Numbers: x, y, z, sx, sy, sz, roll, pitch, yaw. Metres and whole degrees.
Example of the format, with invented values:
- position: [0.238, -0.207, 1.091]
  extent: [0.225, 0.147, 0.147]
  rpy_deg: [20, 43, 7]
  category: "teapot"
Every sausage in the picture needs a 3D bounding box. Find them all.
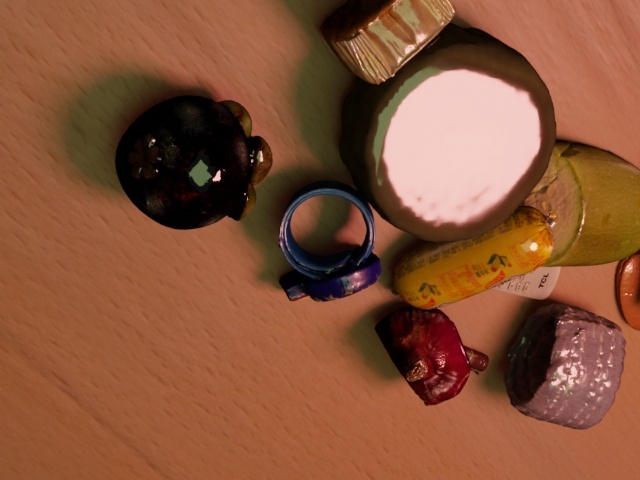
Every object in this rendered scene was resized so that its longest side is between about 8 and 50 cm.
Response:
- position: [0.271, 0.036, 1.791]
  extent: [0.347, 0.123, 0.123]
  rpy_deg: [-26, 121, 29]
  category: "sausage"

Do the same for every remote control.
- position: [0.376, 0.062, 1.929]
  extent: [0.190, 0.029, 0.087]
  rpy_deg: [13, 111, -20]
  category: "remote control"

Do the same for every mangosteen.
- position: [-0.199, -0.125, 1.605]
  extent: [0.243, 0.243, 0.243]
  rpy_deg: [-6, 115, -12]
  category: "mangosteen"

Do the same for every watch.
- position: [0.007, -0.001, 1.745]
  extent: [0.196, 0.171, 0.200]
  rpy_deg: [-18, 103, -4]
  category: "watch"

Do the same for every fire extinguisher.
- position: [0.272, 0.224, 1.974]
  extent: [0.132, 0.039, 0.056]
  rpy_deg: [23, 98, -23]
  category: "fire extinguisher"

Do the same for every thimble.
- position: [0.477, 0.245, 1.941]
  extent: [0.172, 0.205, 0.236]
  rpy_deg: [18, 114, -20]
  category: "thimble"

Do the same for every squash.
- position: [0.505, -0.063, 1.888]
  extent: [0.309, 0.210, 0.234]
  rpy_deg: [-5, 118, -44]
  category: "squash"

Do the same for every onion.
- position: [0.196, 0.212, 1.841]
  extent: [0.140, 0.218, 0.195]
  rpy_deg: [-26, 86, 8]
  category: "onion"

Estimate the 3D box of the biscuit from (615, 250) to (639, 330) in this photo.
- position: [0.697, 0.092, 2.023]
  extent: [0.192, 0.036, 0.186]
  rpy_deg: [-18, 116, -7]
  category: "biscuit"

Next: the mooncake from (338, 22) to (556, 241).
- position: [0.210, -0.185, 1.683]
  extent: [0.356, 0.194, 0.356]
  rpy_deg: [-7, 114, -15]
  category: "mooncake"

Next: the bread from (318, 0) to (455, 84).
- position: [0.099, -0.353, 1.566]
  extent: [0.192, 0.210, 0.110]
  rpy_deg: [-40, 113, 5]
  category: "bread"
